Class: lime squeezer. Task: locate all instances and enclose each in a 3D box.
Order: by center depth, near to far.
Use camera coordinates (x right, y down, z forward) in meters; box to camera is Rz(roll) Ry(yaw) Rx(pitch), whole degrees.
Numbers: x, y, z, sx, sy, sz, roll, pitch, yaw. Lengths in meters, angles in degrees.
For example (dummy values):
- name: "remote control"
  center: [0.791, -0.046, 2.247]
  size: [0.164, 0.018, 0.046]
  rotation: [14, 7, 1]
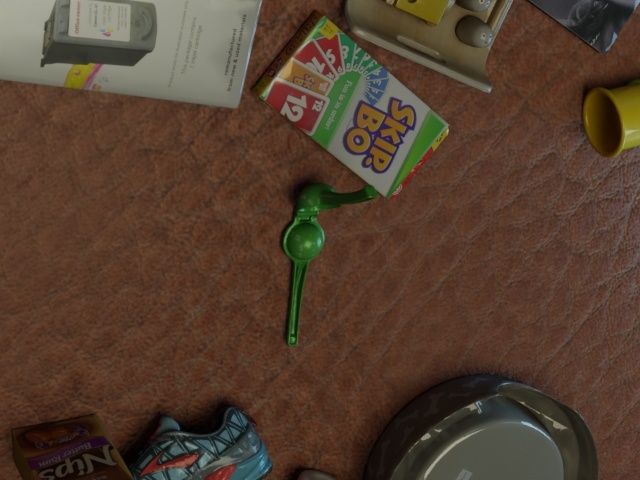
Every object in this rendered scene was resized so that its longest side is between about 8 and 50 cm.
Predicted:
- name: "lime squeezer"
  center: [0.000, 0.000, 1.900]
  size: [0.059, 0.110, 0.310]
  rotation: [-19, 151, -35]

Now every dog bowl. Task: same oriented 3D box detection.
- name: "dog bowl"
  center: [0.215, 0.344, 2.148]
  size: [0.348, 0.102, 0.349]
  rotation: [-10, 115, -22]

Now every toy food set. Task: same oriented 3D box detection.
- name: "toy food set"
  center: [0.183, -0.349, 1.828]
  size: [0.219, 0.092, 0.306]
  rotation: [18, 103, -31]

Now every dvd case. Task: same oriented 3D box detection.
- name: "dvd case"
  center: [0.367, -0.367, 1.952]
  size: [0.164, 0.018, 0.221]
  rotation: [29, 97, -32]

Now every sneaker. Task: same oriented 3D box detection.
- name: "sneaker"
  center: [-0.198, 0.285, 1.939]
  size: [0.262, 0.104, 0.125]
  rotation: [-20, 88, -24]

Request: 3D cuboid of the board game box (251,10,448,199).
- name: "board game box"
  center: [0.047, -0.157, 1.887]
  size: [0.259, 0.039, 0.124]
  rotation: [37, 94, -36]

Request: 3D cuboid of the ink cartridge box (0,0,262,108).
- name: "ink cartridge box"
  center: [-0.246, -0.239, 1.596]
  size: [0.306, 0.226, 0.131]
  rotation: [4, 109, -26]

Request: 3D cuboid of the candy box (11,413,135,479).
- name: "candy box"
  center: [-0.292, 0.278, 1.827]
  size: [0.109, 0.186, 0.053]
  rotation: [-9, 116, -22]

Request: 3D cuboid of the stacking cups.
- name: "stacking cups"
  center: [0.509, -0.184, 2.054]
  size: [0.316, 0.096, 0.096]
  rotation: [-12, 117, -20]

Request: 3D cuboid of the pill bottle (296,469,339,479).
- name: "pill bottle"
  center: [-0.021, 0.392, 2.067]
  size: [0.086, 0.086, 0.152]
  rotation: [21, 101, -31]
